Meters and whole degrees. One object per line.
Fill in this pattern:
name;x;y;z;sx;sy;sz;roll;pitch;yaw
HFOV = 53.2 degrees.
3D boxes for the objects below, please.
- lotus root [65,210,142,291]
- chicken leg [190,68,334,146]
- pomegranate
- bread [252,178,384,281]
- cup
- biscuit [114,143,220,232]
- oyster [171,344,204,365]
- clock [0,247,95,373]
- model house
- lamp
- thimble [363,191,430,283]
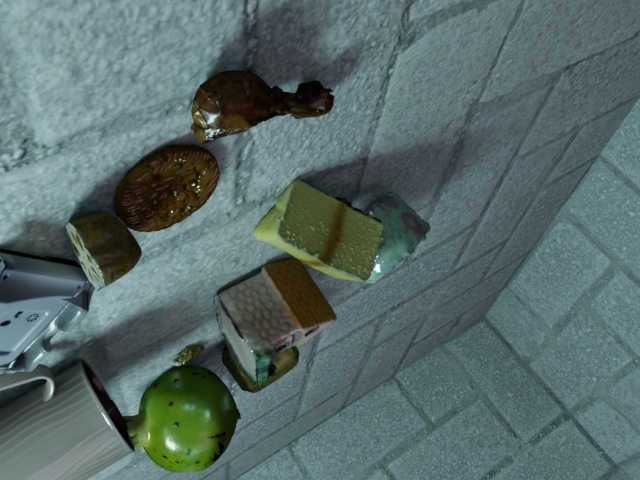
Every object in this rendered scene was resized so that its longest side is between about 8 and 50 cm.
lotus root;-0.338;0.009;0.987;0.081;0.112;0.122;-37;-171;-27
chicken leg;-0.086;-0.213;0.999;0.113;0.093;0.304;-34;171;36
pomegranate;-0.358;0.454;1.585;0.340;0.260;0.260;-12;145;-39
bread;0.000;0.000;1.354;0.266;0.142;0.178;26;130;-30
cup;-0.530;0.376;1.234;0.273;0.208;0.288;-30;155;-17
biscuit;-0.249;-0.081;1.052;0.187;0.027;0.188;-31;156;-16
oyster;-0.324;0.285;1.577;0.093;0.034;0.051;-34;163;-21
clock;-0.493;0.128;1.005;0.253;0.083;0.186;-44;155;12
model house;-0.102;0.196;1.523;0.237;0.202;0.237;-28;154;-20
lamp;-0.159;0.305;1.699;0.185;0.161;0.161;-32;155;-10
thimble;0.151;-0.009;1.537;0.211;0.149;0.185;-40;175;-13
